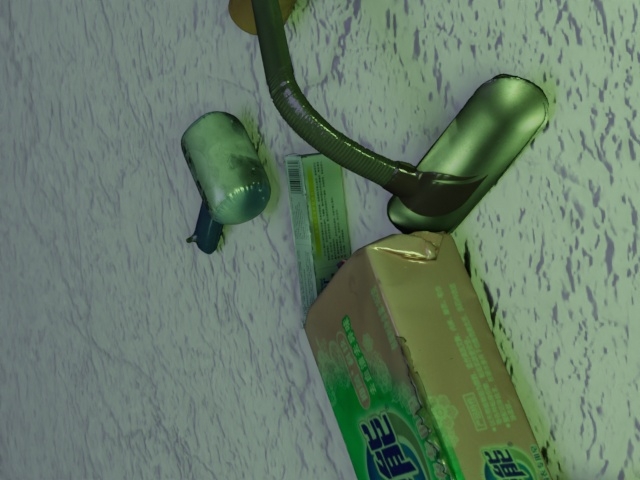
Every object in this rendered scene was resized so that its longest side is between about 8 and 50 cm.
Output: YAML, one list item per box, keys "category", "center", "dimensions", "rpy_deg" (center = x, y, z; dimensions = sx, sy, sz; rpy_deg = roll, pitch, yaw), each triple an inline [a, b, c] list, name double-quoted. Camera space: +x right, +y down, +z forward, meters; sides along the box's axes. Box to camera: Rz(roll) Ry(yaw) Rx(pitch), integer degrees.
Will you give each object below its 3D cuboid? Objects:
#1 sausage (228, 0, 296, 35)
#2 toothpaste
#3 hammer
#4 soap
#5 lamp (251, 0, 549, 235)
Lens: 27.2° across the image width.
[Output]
- category: "sausage"
  center: [-0.020, -0.277, 1.102]
  dimensions: [0.066, 0.065, 0.301]
  rpy_deg: [69, 156, 18]
- category: "toothpaste"
  center: [0.000, 0.000, 1.203]
  dimensions: [0.034, 0.046, 0.164]
  rpy_deg: [4, 102, 57]
- category: "hammer"
  center: [-0.108, -0.040, 1.371]
  dimensions: [0.116, 0.069, 0.194]
  rpy_deg: [64, 155, 24]
- category: "soap"
  center: [0.084, 0.141, 1.056]
  dimensions: [0.218, 0.098, 0.273]
  rpy_deg: [124, 131, -59]
- category: "lamp"
  center: [0.044, -0.155, 1.011]
  dimensions: [0.203, 0.124, 0.283]
  rpy_deg: [-40, 67, 46]
